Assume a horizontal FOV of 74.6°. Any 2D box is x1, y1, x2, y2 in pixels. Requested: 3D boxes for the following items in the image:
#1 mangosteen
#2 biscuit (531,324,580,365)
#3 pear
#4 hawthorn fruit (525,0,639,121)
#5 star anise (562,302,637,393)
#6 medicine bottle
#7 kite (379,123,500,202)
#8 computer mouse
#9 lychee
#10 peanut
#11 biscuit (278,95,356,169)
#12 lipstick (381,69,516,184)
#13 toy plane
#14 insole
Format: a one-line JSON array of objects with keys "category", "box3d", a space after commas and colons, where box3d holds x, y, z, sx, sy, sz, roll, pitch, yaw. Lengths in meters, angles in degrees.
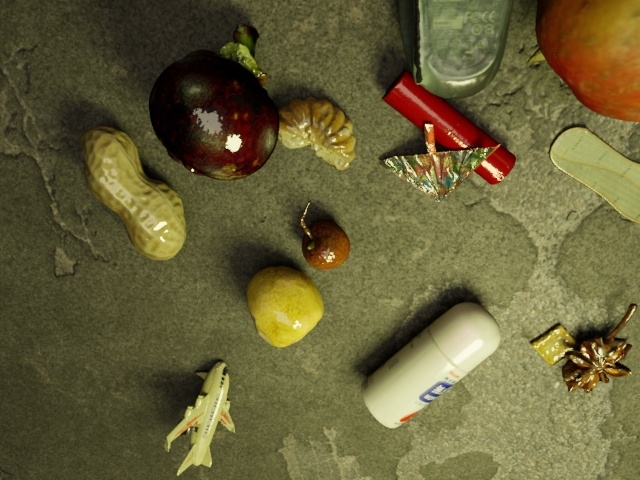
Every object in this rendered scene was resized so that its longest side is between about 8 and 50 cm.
[{"category": "mangosteen", "box3d": [-0.168, -0.250, 0.742, 0.231, 0.231, 0.289, 24, 89, -5]}, {"category": "biscuit", "box3d": [0.546, 0.244, 0.976, 0.081, 0.018, 0.083, 43, 107, -12]}, {"category": "pear", "box3d": [-0.084, 0.138, 0.908, 0.178, 0.178, 0.178, 1, 111, 4]}, {"category": "hawthorn fruit", "box3d": [0.492, -0.344, 0.586, 0.403, 0.403, 0.402, 1, 111, 4]}, {"category": "star anise", "box3d": [0.641, 0.255, 0.941, 0.177, 0.073, 0.234, 33, 112, -27]}, {"category": "medicine bottle", "box3d": [0.252, 0.274, 0.950, 0.130, 0.130, 0.341, 40, 108, -11]}, {"category": "kite", "box3d": [0.228, -0.146, 0.817, 0.232, 0.009, 0.189, 1, 137, 28]}, {"category": "computer mouse", "box3d": [0.226, -0.428, 0.692, 0.203, 0.114, 0.373, 4, 104, 5]}, {"category": "lychee", "box3d": [0.002, 0.002, 0.878, 0.140, 0.101, 0.114, 23, 79, -19]}, {"category": "peanut", "box3d": [-0.378, -0.096, 0.860, 0.136, 0.120, 0.298, -35, 105, -9]}, {"category": "biscuit", "box3d": [-0.009, -0.216, 0.818, 0.183, 0.061, 0.118, 25, 109, -5]}, {"category": "lipstick", "box3d": [0.246, -0.210, 0.795, 0.280, 0.073, 0.073, 34, 109, -11]}, {"category": "toy plane", "box3d": [-0.282, 0.430, 1.037, 0.104, 0.242, 0.256, -3, 75, 26]}, {"category": "insole", "box3d": [0.612, -0.118, 0.837, 0.348, 0.009, 0.119, 28, 111, -7]}]
